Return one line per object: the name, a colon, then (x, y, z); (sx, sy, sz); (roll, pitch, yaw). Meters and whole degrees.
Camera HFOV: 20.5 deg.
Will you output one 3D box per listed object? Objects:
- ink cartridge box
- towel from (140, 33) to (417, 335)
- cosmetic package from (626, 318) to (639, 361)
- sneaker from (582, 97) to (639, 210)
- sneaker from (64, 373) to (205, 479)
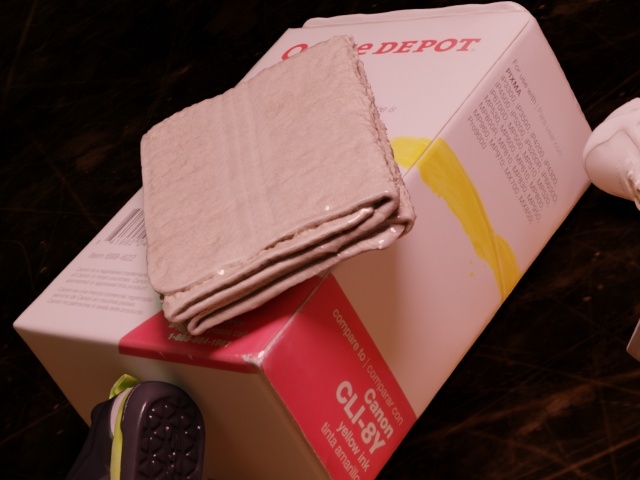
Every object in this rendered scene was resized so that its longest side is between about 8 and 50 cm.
ink cartridge box: (0.000, 0.000, 1.369); (0.279, 0.160, 0.385); (4, 45, 46)
towel: (-0.037, -0.044, 1.260); (0.187, 0.049, 0.282); (-25, 30, 8)
cosmetic package: (0.309, 0.008, 1.078); (0.127, 0.107, 0.238); (37, 68, 16)
sneaker: (0.258, -0.034, 1.256); (0.115, 0.090, 0.232); (-47, 31, -19)
sneaker: (-0.138, 0.207, 1.211); (0.097, 0.084, 0.235); (-11, 60, 46)
